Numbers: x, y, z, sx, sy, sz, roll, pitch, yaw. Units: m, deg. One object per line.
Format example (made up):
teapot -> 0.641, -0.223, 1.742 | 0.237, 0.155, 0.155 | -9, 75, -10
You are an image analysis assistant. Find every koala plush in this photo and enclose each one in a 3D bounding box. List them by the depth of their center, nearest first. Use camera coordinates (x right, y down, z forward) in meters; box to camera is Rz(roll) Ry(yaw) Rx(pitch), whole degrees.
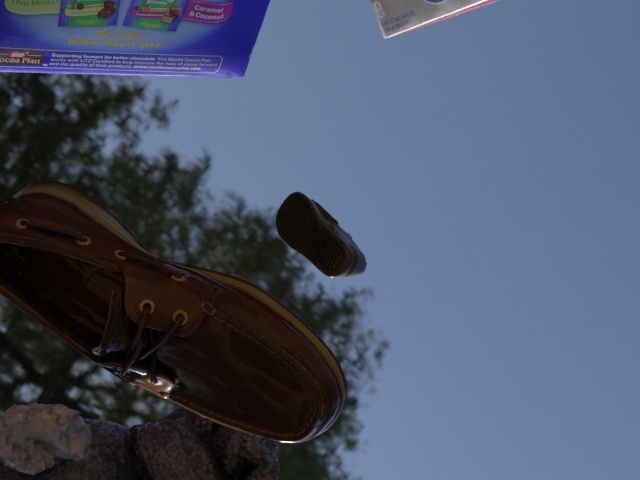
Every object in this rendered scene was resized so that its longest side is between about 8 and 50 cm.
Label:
koala plush -> -0.154, 0.197, 1.053 | 0.196, 0.221, 0.203 | 112, -14, -58

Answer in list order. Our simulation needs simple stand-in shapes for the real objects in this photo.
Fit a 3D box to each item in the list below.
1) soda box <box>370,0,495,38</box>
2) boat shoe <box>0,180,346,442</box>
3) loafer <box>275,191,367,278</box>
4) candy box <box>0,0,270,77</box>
soda box -> 0.127, -0.216, 0.921 | 0.083, 0.092, 0.263 | -26, -172, -28
boat shoe -> -0.074, 0.038, 0.576 | 0.178, 0.060, 0.064 | 30, -68, 9
loafer -> 0.000, 0.000, 1.459 | 0.056, 0.050, 0.148 | -50, -136, 11
candy box -> -0.153, -0.289, 1.087 | 0.317, 0.268, 0.122 | -64, -142, 41
